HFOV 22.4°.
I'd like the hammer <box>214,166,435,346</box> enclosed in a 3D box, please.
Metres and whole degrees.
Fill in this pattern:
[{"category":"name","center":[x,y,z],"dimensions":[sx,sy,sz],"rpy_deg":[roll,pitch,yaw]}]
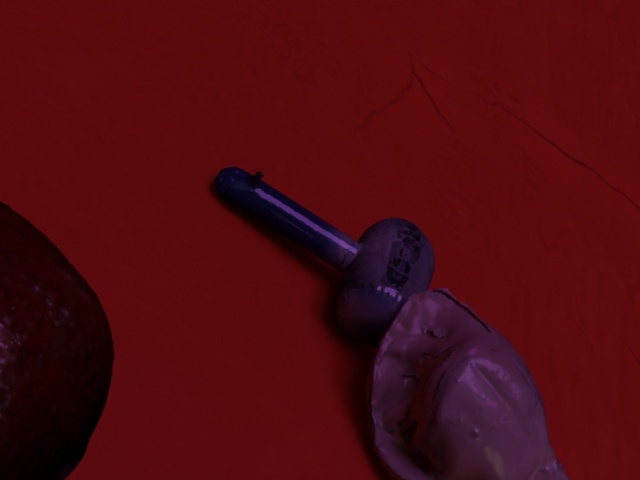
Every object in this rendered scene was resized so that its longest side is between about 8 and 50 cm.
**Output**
[{"category":"hammer","center":[0.000,0.000,1.280],"dimensions":[0.194,0.069,0.116],"rpy_deg":[33,39,-7]}]

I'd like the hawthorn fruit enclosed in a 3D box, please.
[{"category":"hawthorn fruit","center":[-0.237,0.059,0.864],"dimensions":[0.249,0.215,0.215],"rpy_deg":[36,38,-9]}]

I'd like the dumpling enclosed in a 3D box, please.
[{"category":"dumpling","center":[0.105,0.138,1.220],"dimensions":[0.136,0.118,0.199],"rpy_deg":[-34,83,-22]}]
